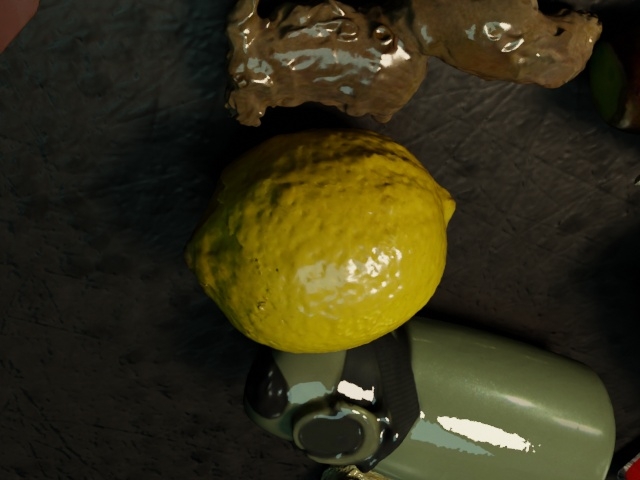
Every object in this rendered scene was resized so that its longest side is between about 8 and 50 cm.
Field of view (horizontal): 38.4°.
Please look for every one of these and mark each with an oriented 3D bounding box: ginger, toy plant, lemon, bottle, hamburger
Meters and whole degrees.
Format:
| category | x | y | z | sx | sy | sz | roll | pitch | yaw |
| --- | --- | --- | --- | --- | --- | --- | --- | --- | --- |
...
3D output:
| category | x | y | z | sx | sy | sz | roll | pitch | yaw |
| --- | --- | --- | --- | --- | --- | --- | --- | --- | --- |
| ginger | 0.072 | -0.136 | 0.671 | 0.290 | 0.084 | 0.122 | -6 | 125 | -6 |
| toy plant | 0.299 | -0.132 | 0.711 | 0.162 | 0.093 | 0.093 | -8 | 129 | -4 |
| lemon | 0.002 | -0.002 | 0.711 | 0.193 | 0.180 | 0.181 | -39 | 128 | -5 |
| bottle | 0.095 | 0.151 | 0.858 | 0.346 | 0.168 | 0.168 | 18 | 123 | -20 |
| hamburger | 0.048 | 0.294 | 1.037 | 0.121 | 0.054 | 0.084 | 23 | 120 | -35 |

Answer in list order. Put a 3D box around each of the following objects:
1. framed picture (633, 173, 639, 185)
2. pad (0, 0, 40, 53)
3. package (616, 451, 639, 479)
| category | x | y | z | sx | sy | sz | roll | pitch | yaw |
| --- | --- | --- | --- | --- | --- | --- | --- | --- | --- |
| framed picture | 0.403 | -0.096 | 0.720 | 0.293 | 0.018 | 0.231 | 7 | 142 | -45 |
| pad | -0.339 | -0.141 | 0.643 | 0.267 | 0.004 | 0.181 | -41 | 125 | 21 |
| package | 0.500 | 0.233 | 1.066 | 0.194 | 0.071 | 0.269 | 32 | 128 | -23 |
